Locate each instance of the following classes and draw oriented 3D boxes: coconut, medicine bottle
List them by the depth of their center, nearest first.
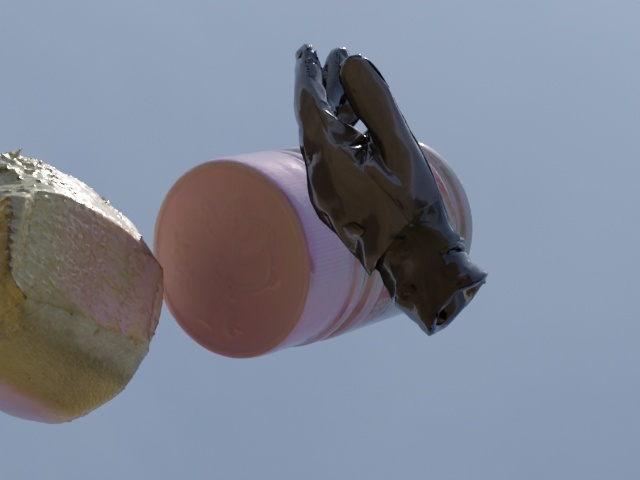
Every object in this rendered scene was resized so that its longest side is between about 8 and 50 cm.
[{"bbox_3d":[-0.260,0.046,1.276,0.233,0.245,0.233,-14,-118,28],"label":"coconut"},{"bbox_3d":[0.000,0.000,1.464,0.202,0.315,0.202,7,-78,35],"label":"medicine bottle"}]

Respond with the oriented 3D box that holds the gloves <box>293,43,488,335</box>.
[{"bbox_3d":[0.050,-0.055,1.214,0.286,0.119,0.142,65,-31,21],"label":"gloves"}]
